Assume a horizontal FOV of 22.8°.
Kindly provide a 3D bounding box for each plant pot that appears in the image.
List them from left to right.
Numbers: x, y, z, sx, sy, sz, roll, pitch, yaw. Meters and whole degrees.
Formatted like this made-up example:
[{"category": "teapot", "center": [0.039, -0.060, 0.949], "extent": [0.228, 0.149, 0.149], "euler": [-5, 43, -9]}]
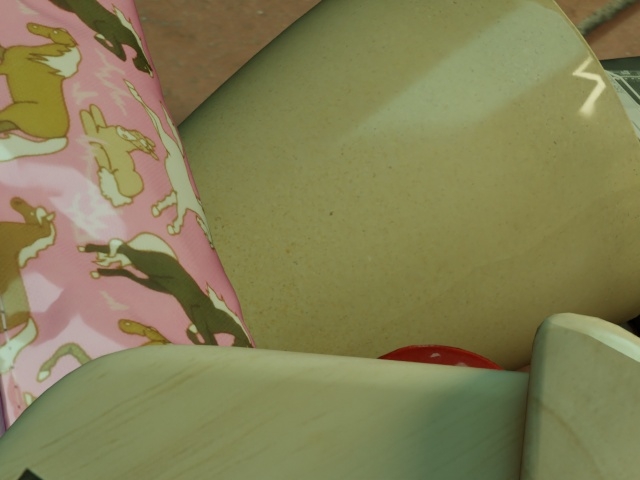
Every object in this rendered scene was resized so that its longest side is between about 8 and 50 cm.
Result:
[{"category": "plant pot", "center": [0.000, 0.000, 0.884], "extent": [0.274, 0.256, 0.256], "euler": [-29, 53, -17]}]

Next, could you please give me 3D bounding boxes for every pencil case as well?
[{"category": "pencil case", "center": [-0.133, -0.016, 0.712], "extent": [0.167, 0.160, 0.386], "euler": [-8, 60, -26]}]

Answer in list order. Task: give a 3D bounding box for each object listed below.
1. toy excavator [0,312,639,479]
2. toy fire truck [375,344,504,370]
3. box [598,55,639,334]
[{"category": "toy excavator", "center": [-0.150, 0.146, 0.488], "extent": [0.433, 0.445, 0.222], "euler": [31, 0, 19]}, {"category": "toy fire truck", "center": [0.060, 0.212, 0.708], "extent": [0.302, 0.169, 0.254], "euler": [27, 62, 19]}, {"category": "box", "center": [0.321, -0.037, 1.098], "extent": [0.307, 0.076, 0.242], "euler": [-7, 44, -20]}]
